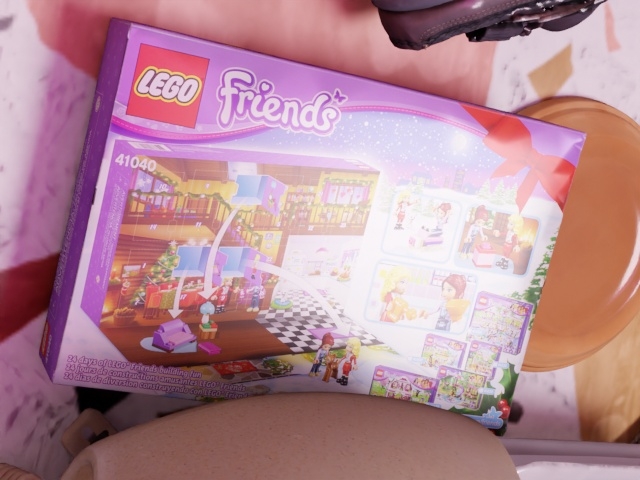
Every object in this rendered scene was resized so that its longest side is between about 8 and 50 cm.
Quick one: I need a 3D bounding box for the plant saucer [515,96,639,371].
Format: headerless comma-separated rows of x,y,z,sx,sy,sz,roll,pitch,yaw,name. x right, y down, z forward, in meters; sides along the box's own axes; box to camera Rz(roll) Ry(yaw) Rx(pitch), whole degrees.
0.173,0.001,0.858,0.200,0.037,0.200,-8,108,-26,plant saucer

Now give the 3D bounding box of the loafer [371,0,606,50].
0.169,-0.173,0.769,0.302,0.109,0.095,-29,121,-22,loafer

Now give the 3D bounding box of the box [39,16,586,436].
0.000,0.000,0.728,0.293,0.057,0.201,11,99,-23,box

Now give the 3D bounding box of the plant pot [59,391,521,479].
-0.050,0.195,0.624,0.191,0.284,0.284,22,93,-20,plant pot

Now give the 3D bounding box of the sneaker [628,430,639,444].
0.289,0.166,0.966,0.188,0.066,0.071,-36,135,-10,sneaker

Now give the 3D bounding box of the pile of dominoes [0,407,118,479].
-0.131,0.242,0.726,0.196,0.040,0.251,-49,122,-26,pile of dominoes

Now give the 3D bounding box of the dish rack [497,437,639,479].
0.132,0.234,0.825,0.333,0.072,0.285,11,120,-38,dish rack
